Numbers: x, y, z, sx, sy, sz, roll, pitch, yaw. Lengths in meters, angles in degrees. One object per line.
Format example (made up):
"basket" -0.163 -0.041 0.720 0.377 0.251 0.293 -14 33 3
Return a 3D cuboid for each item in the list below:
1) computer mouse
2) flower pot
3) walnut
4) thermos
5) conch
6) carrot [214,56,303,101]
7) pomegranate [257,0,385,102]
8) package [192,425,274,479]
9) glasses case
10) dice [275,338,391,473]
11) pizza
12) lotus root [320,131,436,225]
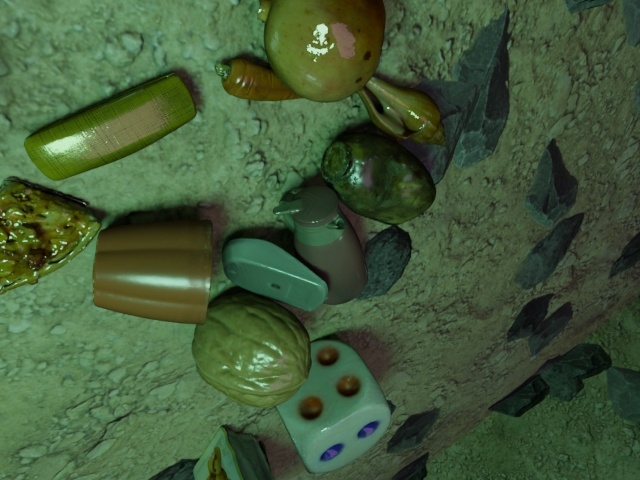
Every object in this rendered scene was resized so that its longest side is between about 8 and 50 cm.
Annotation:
"computer mouse" -0.088 0.062 0.844 0.231 0.079 0.128 24 146 -2
"flower pot" -0.276 0.047 0.709 0.173 0.190 0.190 4 120 -23
"walnut" -0.137 0.222 0.875 0.225 0.261 0.224 -51 154 -36
"thermos" 0.000 0.000 0.864 0.146 0.177 0.265 -48 146 -21
"conch" 0.131 -0.263 0.823 0.331 0.093 0.109 25 98 -23
"carrot" -0.057 -0.256 0.716 0.257 0.061 0.061 -3 123 -38
"pomegranate" 0.003 -0.304 0.628 0.191 0.191 0.191 -18 130 -23
"package" -0.195 0.685 1.131 0.165 0.311 0.221 20 108 -39
"glasses case" -0.293 -0.162 0.613 0.234 0.064 0.079 -30 132 -13
"dice" 0.016 0.430 1.129 0.251 0.259 0.243 -27 131 -14
"pizza" -0.477 0.013 0.604 0.306 0.085 0.161 -20 130 -23
"lotus root" 0.115 -0.127 0.853 0.275 0.151 0.160 16 128 -47
